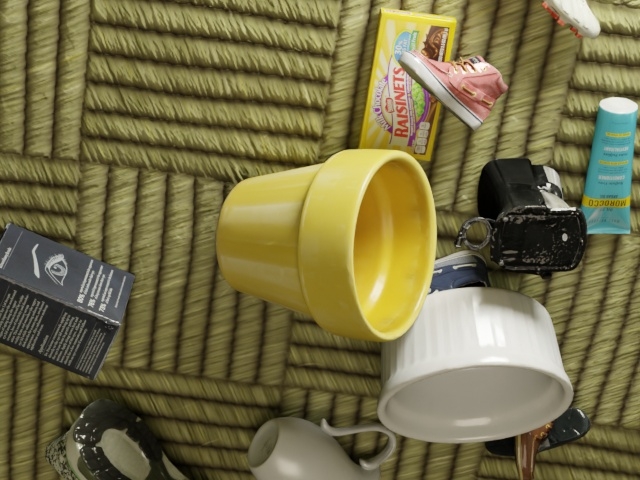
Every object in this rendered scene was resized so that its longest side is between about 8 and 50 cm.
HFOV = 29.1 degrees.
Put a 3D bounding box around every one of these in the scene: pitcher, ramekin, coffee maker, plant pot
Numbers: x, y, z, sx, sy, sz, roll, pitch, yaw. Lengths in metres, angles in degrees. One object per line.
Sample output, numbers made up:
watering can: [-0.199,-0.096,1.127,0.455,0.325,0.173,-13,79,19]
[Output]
pitcher: [0.006,0.336,1.923,0.207,0.125,0.177,31,91,-25]
ramekin: [0.214,0.179,1.773,0.277,0.135,0.277,-3,149,-2]
coffee maker: [0.267,-0.042,1.699,0.171,0.178,0.120,21,111,-13]
plant pot: [0.000,0.000,1.678,0.239,0.254,0.254,5,120,31]

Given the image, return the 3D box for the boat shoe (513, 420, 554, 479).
boat shoe: [0.326,0.278,1.878,0.060,0.064,0.178,3,83,9]

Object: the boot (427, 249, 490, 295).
boot: [0.156,0.076,1.806,0.190,0.086,0.069,-25,113,11]

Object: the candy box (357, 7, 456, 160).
candy box: [0.118,-0.213,1.701,0.105,0.027,0.206,7,115,-2]

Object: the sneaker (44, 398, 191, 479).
sneaker: [-0.285,0.432,1.962,0.182,0.158,0.410,-21,109,44]

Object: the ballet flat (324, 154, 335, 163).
ballet flat: [0.063,-0.100,1.747,0.114,0.041,0.041,0,116,-1]

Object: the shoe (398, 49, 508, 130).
shoe: [0.180,-0.223,1.652,0.081,0.063,0.178,-51,132,5]

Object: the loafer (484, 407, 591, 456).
loafer: [0.343,0.307,1.935,0.170,0.062,0.061,-14,158,22]

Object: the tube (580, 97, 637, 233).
tube: [0.410,-0.099,1.750,0.080,0.052,0.207,3,121,6]

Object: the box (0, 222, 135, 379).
box: [-0.388,0.086,1.772,0.207,0.153,0.108,24,114,-10]

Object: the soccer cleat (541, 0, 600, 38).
soccer cleat: [0.309,-0.344,1.619,0.196,0.068,0.076,41,106,-15]
